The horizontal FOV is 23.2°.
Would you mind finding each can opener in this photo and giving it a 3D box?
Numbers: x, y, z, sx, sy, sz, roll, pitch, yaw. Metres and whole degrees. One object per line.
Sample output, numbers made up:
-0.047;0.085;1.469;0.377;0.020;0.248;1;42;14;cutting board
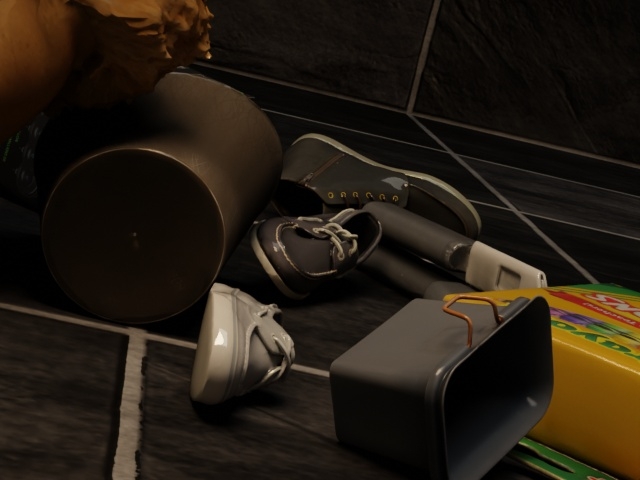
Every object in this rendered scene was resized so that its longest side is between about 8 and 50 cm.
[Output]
0.102;0.026;1.359;0.093;0.074;0.280;8;12;-28;can opener

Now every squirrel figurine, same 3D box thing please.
-0.281;-0.147;1.135;0.397;0.281;0.370;-9;-9;-23;squirrel figurine

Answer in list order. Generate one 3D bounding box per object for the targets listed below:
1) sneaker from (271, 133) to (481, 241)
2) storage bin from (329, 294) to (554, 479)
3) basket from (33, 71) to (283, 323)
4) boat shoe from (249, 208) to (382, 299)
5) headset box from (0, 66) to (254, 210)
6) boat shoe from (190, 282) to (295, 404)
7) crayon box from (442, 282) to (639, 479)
0.052;-0.026;1.610;0.222;0.083;0.118;22;30;6;sneaker
0.070;0.079;0.944;0.091;0.098;0.135;9;27;32;storage bin
-0.132;-0.032;1.171;0.204;0.154;0.227;-3;16;0;basket
0.000;0.000;1.315;0.075;0.065;0.206;59;17;6;boat shoe
-0.241;-0.128;1.501;0.283;0.131;0.246;29;17;31;headset box
-0.047;0.069;0.998;0.063;0.066;0.184;12;1;-3;boat shoe
0.214;0.101;1.098;0.202;0.081;0.318;22;14;34;crayon box
